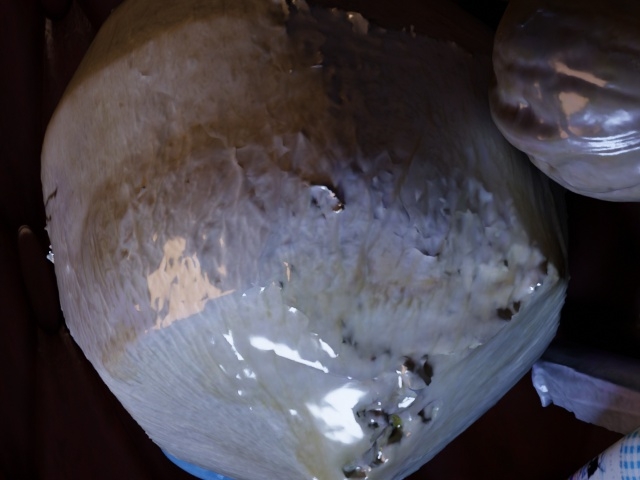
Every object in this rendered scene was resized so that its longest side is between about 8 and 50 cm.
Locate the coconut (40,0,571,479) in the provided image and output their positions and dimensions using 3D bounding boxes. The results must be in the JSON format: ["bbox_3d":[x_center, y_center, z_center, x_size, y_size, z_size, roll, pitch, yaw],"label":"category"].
[{"bbox_3d":[0.000,0.000,1.287,0.346,0.346,0.360,127,132,-60],"label":"coconut"}]

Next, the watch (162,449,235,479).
[{"bbox_3d":[-0.016,0.109,1.637,0.211,0.211,0.193,36,117,54],"label":"watch"}]

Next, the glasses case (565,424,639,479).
[{"bbox_3d":[0.211,0.179,1.200,0.125,0.076,0.327,56,171,10],"label":"glasses case"}]

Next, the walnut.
[{"bbox_3d":[0.170,-0.092,1.143,0.162,0.140,0.140,-127,31,-57],"label":"walnut"}]

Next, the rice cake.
[{"bbox_3d":[0.219,0.103,1.255,0.055,0.049,0.270,58,161,-18],"label":"rice cake"}]
